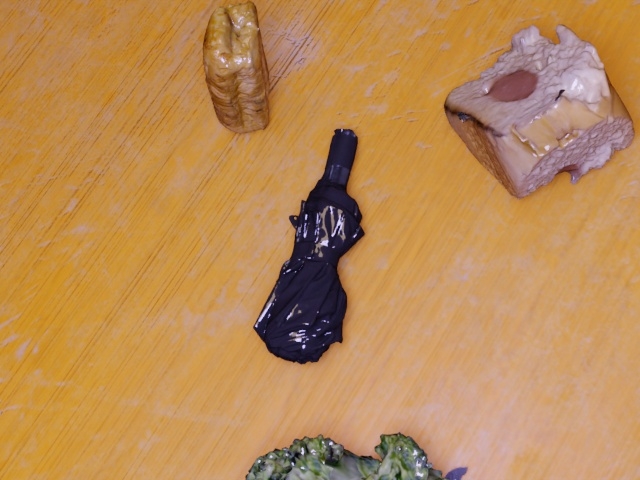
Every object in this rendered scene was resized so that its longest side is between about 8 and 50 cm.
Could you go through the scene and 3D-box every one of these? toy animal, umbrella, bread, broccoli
[{"bbox_3d":[0.151,0.313,1.000,0.050,0.028,0.084,12,73,3],"label":"toy animal"},{"bbox_3d":[0.000,0.000,1.116,0.118,0.118,0.340,7,66,14],"label":"umbrella"},{"bbox_3d":[-0.115,-0.237,1.159,0.083,0.211,0.114,2,69,1],"label":"bread"},{"bbox_3d":[0.029,0.347,0.914,0.288,0.235,0.260,-43,33,-11],"label":"broccoli"},{"bbox_3d":[0.272,-0.181,1.058,0.183,0.211,0.224,-37,73,4],"label":"bread"}]
